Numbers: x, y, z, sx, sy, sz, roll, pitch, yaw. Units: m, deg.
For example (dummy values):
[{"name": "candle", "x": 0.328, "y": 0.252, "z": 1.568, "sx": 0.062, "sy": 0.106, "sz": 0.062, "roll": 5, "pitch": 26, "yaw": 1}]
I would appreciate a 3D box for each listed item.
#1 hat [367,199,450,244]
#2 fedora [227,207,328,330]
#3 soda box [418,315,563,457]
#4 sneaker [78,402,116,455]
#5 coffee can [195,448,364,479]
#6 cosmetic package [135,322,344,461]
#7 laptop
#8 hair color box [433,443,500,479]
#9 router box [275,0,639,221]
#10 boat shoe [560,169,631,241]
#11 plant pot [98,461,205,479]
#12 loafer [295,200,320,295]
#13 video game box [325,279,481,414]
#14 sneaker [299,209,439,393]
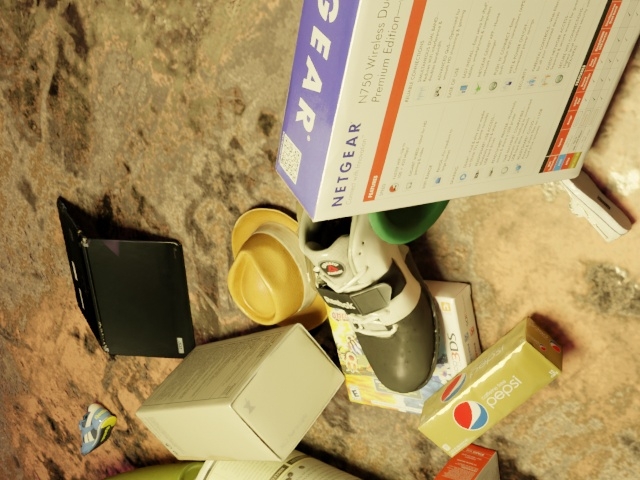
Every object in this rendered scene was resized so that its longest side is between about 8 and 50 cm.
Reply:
[{"name": "hat", "x": 0.045, "y": -0.115, "z": 0.936, "sx": 0.184, "sy": 0.208, "sz": 0.173, "roll": 20, "pitch": 151, "yaw": 36}, {"name": "fedora", "x": -0.072, "y": 0.053, "z": 1.181, "sx": 0.194, "sy": 0.079, "sz": 0.194, "roll": 20, "pitch": 126, "yaw": 30}, {"name": "soda box", "x": 0.198, "y": 0.173, "z": 0.998, "sx": 0.058, "sy": 0.061, "sz": 0.181, "roll": 41, "pitch": 117, "yaw": -5}, {"name": "sneaker", "x": -0.460, "y": 0.382, "z": 1.725, "sx": 0.059, "sy": 0.053, "sz": 0.144, "roll": 41, "pitch": 126, "yaw": 12}, {"name": "coffee can", "x": -0.035, "y": 0.428, "z": 1.292, "sx": 0.275, "sy": 0.201, "sz": 0.201, "roll": 16, "pitch": 125, "yaw": 33}, {"name": "cosmetic package", "x": -0.125, "y": 0.226, "z": 1.234, "sx": 0.113, "sy": 0.160, "sz": 0.309, "roll": 51, "pitch": 147, "yaw": -15}, {"name": "laptop", "x": -0.334, "y": 0.064, "z": 1.453, "sx": 0.264, "sy": 0.137, "sz": 0.234, "roll": 41, "pitch": 140, "yaw": 50}, {"name": "hair color box", "x": 0.172, "y": 0.349, "z": 1.096, "sx": 0.053, "sy": 0.167, "sz": 0.093, "roll": 8, "pitch": 119, "yaw": 37}, {"name": "router box", "x": 0.135, "y": -0.189, "z": 0.701, "sx": 0.082, "sy": 0.301, "sz": 0.335, "roll": 54, "pitch": 143, "yaw": 41}, {"name": "boat shoe", "x": 0.271, "y": -0.038, "z": 0.874, "sx": 0.100, "sy": 0.035, "sz": 0.035, "roll": 44, "pitch": 133, "yaw": 1}, {"name": "plant pot", "x": -0.299, "y": 0.523, "z": 1.553, "sx": 0.294, "sy": 0.275, "sz": 0.274, "roll": -36, "pitch": 90, "yaw": 31}, {"name": "loafer", "x": 0.000, "y": 0.000, "z": 1.099, "sx": 0.050, "sy": 0.056, "sz": 0.147, "roll": -4, "pitch": 90, "yaw": 57}, {"name": "video game box", "x": 0.110, "y": 0.138, "z": 1.106, "sx": 0.205, "sy": 0.048, "sz": 0.187, "roll": 3, "pitch": 114, "yaw": 38}, {"name": "sneaker", "x": 0.039, "y": 0.036, "z": 0.989, "sx": 0.123, "sy": 0.146, "sz": 0.330, "roll": -10, "pitch": 98, "yaw": 39}]
